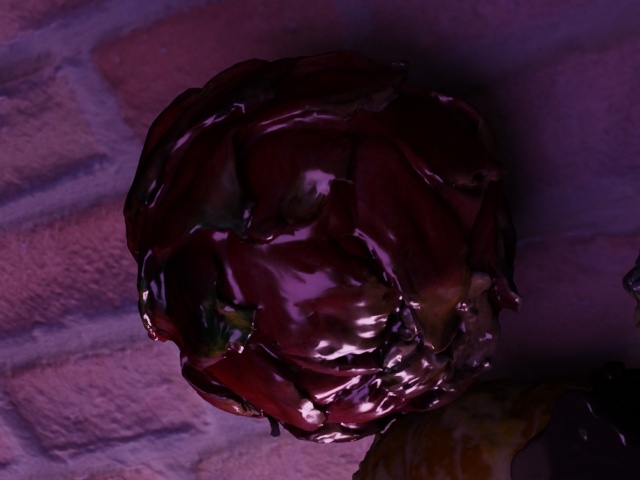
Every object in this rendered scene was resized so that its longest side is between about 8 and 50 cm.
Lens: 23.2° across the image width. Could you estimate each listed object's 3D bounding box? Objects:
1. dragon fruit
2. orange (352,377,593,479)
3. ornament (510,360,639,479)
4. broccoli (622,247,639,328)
[{"bbox_3d":[-0.002,0.000,1.246,0.329,0.329,0.329,13,121,22],"label":"dragon fruit"},{"bbox_3d":[0.177,0.269,1.328,0.329,0.249,0.329,10,123,16],"label":"orange"},{"bbox_3d":[0.297,0.188,1.176,0.251,0.260,0.106,46,122,19],"label":"ornament"},{"bbox_3d":[0.380,0.083,1.095,0.348,0.293,0.281,-3,123,32],"label":"broccoli"}]
